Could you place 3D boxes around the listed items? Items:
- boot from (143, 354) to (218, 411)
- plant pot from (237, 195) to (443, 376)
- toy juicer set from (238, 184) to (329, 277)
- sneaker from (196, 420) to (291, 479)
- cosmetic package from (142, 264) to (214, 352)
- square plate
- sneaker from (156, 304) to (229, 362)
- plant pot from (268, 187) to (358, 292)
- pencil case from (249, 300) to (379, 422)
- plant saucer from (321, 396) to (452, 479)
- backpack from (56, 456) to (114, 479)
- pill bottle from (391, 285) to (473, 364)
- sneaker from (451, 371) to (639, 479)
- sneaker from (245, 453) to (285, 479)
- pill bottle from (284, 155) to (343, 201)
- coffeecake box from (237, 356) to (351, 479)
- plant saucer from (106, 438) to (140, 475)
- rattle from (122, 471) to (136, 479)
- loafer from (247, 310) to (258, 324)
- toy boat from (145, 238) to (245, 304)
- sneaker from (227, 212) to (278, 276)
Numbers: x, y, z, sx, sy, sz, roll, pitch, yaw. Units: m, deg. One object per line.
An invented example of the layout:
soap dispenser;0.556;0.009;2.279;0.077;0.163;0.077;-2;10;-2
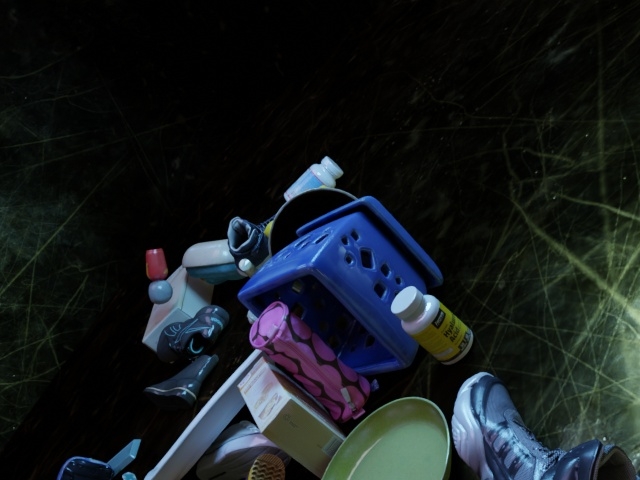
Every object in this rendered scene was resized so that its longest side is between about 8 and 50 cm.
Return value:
boot;-0.335;0.341;1.746;0.198;0.077;0.137;-7;39;44
plant pot;0.046;0.072;1.180;0.236;0.236;0.212;-24;25;52
toy juicer set;-0.082;0.009;1.726;0.329;0.089;0.209;-49;-12;15
sneaker;-0.130;0.350;1.225;0.258;0.094;0.091;-30;31;44
cosmetic package;-0.408;0.198;2.099;0.160;0.113;0.309;-44;21;14
square plate;-0.194;0.322;1.345;0.344;0.049;0.347;-49;-1;-14
sneaker;-0.350;0.262;1.869;0.267;0.101;0.106;-36;25;33
plant pot;0.000;0.000;1.495;0.215;0.215;0.230;-49;5;0
pencil case;-0.013;0.189;1.101;0.095;0.209;0.098;-44;16;10
plant saucer;0.083;0.314;0.918;0.241;0.037;0.241;-43;20;19
backpack;-0.566;0.570;1.704;0.084;0.114;0.105;-18;48;63
pill bottle;0.156;0.118;1.011;0.065;0.116;0.065;-42;20;20
sneaker;0.224;0.220;0.705;0.153;0.101;0.268;-38;28;27
sneaker;-0.097;0.422;1.080;0.084;0.069;0.185;110;179;-58
pill bottle;-0.016;-0.149;1.944;0.160;0.087;0.087;-44;20;12
coffeecake box;-0.040;0.272;1.103;0.068;0.142;0.185;-49;19;-4
plant saucer;-0.518;0.565;1.780;0.192;0.018;0.067;-43;20;19
rattle;-0.367;0.538;1.429;0.142;0.130;0.199;-28;-1;23
loafer;-0.151;0.172;1.705;0.039;0.045;0.125;-60;7;23
toy boat;-0.335;0.081;1.987;0.318;0.148;0.267;-9;2;-36
sneaker;-0.146;-0.029;1.833;0.086;0.163;0.226;31;69;28
